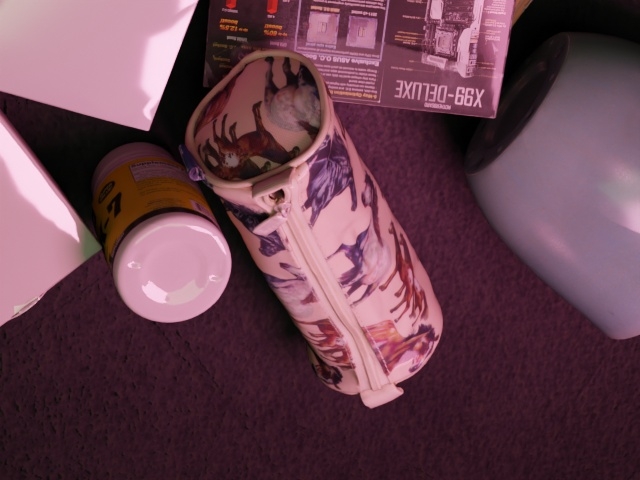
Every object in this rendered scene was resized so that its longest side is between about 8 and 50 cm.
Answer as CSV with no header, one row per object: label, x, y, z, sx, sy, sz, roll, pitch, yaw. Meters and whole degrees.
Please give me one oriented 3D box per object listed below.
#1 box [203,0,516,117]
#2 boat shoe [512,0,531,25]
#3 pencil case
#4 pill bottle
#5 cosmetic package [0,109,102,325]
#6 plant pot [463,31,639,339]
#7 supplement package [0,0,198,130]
box,0.044,-0.258,1.956,0.307,0.076,0.242,5,120,-1
boat shoe,0.171,-0.220,2.076,0.190,0.068,0.072,-47,135,12
pencil case,0.000,0.000,2.016,0.160,0.183,0.410,-9,140,18
pill bottle,-0.169,-0.014,1.995,0.119,0.208,0.119,-7,118,-13
cosmetic package,-0.402,-0.088,1.912,0.197,0.155,0.365,-36,121,-5
plant pot,0.296,-0.082,2.063,0.235,0.293,0.293,34,103,-12
supplement package,-0.238,-0.261,1.817,0.199,0.263,0.198,15,111,-22
